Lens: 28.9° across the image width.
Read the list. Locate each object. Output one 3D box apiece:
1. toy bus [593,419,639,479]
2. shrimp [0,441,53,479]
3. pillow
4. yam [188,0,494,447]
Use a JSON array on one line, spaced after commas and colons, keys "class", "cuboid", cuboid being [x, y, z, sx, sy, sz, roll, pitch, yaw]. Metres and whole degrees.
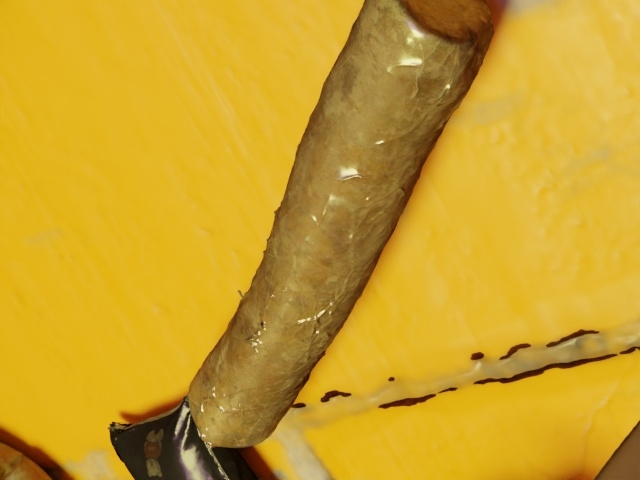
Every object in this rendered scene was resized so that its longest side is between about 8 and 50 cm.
[{"class": "toy bus", "cuboid": [0.160, 0.111, 0.419, 0.136, 0.329, 0.109, 33, 129, 20]}, {"class": "shrimp", "cuboid": [-0.290, 0.180, 0.889, 0.289, 0.075, 0.178, 21, 130, 1]}, {"class": "pillow", "cuboid": [-0.064, 0.163, 0.758, 0.090, 0.048, 0.150, -30, 98, 30]}, {"class": "yam", "cuboid": [0.000, 0.000, 0.608, 0.066, 0.066, 0.300, 33, 129, 8]}]
